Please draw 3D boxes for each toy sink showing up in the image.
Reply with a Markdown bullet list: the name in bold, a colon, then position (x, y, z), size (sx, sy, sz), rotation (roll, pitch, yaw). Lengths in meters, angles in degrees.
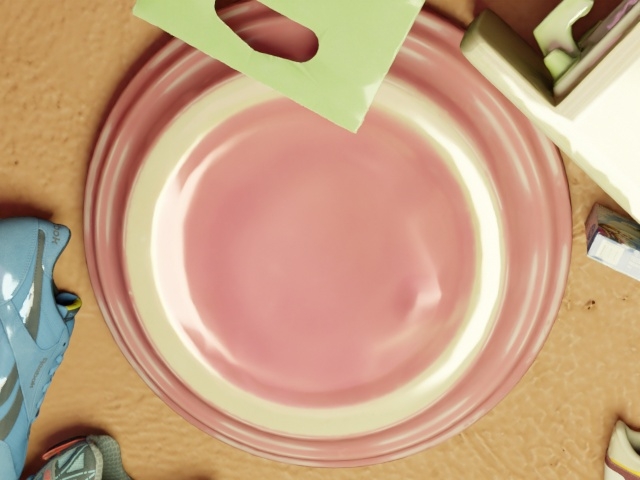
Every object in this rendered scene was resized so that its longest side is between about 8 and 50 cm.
- **toy sink**: position (0.217, -0.094, 1.157), size (0.234, 0.153, 0.131), rotation (43, 104, -3)

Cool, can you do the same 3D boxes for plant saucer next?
- **plant saucer**: position (0.000, 0.000, 1.242), size (0.332, 0.084, 0.332), rotation (1, 103, 7)

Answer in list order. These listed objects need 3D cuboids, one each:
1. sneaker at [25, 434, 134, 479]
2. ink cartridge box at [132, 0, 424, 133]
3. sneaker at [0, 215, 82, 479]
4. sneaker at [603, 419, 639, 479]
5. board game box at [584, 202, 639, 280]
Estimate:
- **sneaker**: position (-0.094, 0.235, 1.300), size (0.262, 0.104, 0.125), rotation (37, 102, -3)
- **ink cartridge box**: position (0.000, -0.206, 1.136), size (0.171, 0.056, 0.235), rotation (29, 98, 7)
- **sneaker**: position (-0.204, 0.084, 1.295), size (0.082, 0.069, 0.209), rotation (-3, 111, -15)
- **sneaker**: position (0.283, 0.157, 1.251), size (0.185, 0.069, 0.084), rotation (-2, 108, 7)
- **board game box**: position (0.215, 0.011, 1.214), size (0.090, 0.090, 0.020), rotation (25, 104, 0)
